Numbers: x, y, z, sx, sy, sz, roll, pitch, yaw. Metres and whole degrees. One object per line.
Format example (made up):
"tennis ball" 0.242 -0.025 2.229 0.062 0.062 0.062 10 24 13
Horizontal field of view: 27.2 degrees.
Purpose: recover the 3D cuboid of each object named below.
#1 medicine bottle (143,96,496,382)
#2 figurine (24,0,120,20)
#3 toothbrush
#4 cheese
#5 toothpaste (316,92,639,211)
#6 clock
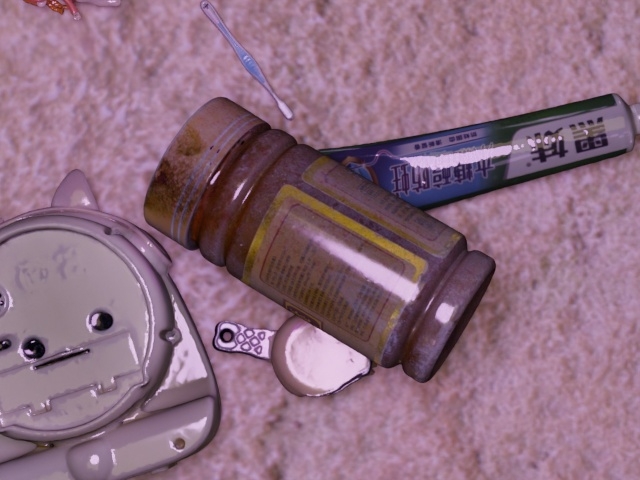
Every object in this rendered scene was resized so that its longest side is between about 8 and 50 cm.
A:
"medicine bottle" 0.000 0.000 1.298 0.322 0.151 0.151 31 87 11
"figurine" -0.265 -0.263 1.404 0.109 0.047 0.064 5 78 -6
"toothbrush" -0.078 -0.192 1.403 0.014 0.017 0.162 -37 85 -1
"cheese" -0.023 0.118 1.358 0.171 0.047 0.092 -8 81 0
"toothpaste" 0.167 -0.087 1.361 0.392 0.061 0.098 -14 93 5
"clock" -0.264 0.097 1.339 0.265 0.108 0.324 -19 84 1
